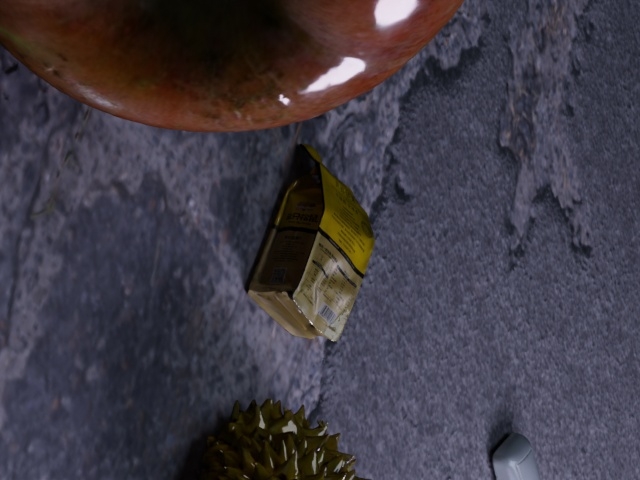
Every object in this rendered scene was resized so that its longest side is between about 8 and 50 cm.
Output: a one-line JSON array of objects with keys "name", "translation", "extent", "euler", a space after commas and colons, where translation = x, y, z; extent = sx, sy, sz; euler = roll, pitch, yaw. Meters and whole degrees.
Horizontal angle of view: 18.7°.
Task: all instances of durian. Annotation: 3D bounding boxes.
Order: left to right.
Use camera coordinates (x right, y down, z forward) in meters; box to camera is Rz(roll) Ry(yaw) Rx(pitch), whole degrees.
[{"name": "durian", "translation": [-0.004, 0.223, 1.280], "extent": [0.183, 0.138, 0.249], "euler": [-15, 95, -47]}]

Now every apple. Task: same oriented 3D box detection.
[{"name": "apple", "translation": [-0.062, -0.240, 1.049], "extent": [0.338, 0.338, 0.305], "euler": [50, 30, -43]}]

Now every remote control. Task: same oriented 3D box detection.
[{"name": "remote control", "translation": [0.180, 0.253, 1.638], "extent": [0.050, 0.027, 0.184], "euler": [-37, 120, -50]}]

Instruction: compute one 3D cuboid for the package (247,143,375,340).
[{"name": "package", "translation": [0.000, 0.000, 1.359], "extent": [0.071, 0.047, 0.131], "euler": [47, 53, -41]}]
